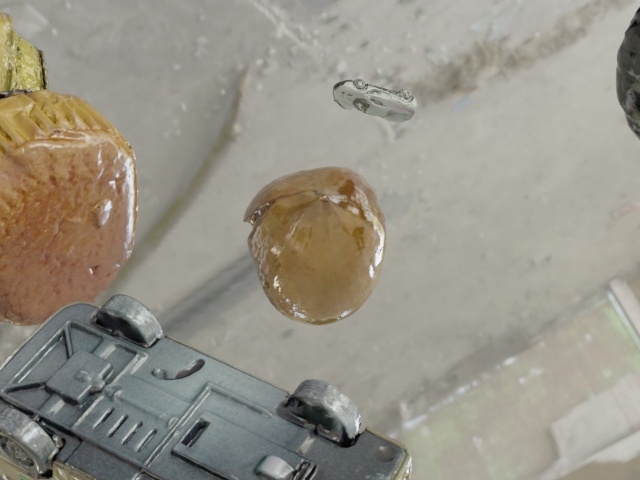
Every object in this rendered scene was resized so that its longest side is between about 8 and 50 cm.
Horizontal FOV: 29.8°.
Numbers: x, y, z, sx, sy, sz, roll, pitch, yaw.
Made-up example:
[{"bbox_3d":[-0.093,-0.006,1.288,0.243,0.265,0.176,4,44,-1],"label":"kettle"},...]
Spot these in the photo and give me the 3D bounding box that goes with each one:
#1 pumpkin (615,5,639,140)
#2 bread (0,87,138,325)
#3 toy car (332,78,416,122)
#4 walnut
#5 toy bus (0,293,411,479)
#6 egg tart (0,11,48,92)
[{"bbox_3d":[0.513,-0.204,1.454,0.295,0.296,0.296,-19,151,-11],"label":"pumpkin"},{"bbox_3d":[-0.239,-0.024,1.013,0.199,0.104,0.199,-28,138,-29],"label":"bread"},{"bbox_3d":[0.057,-0.148,1.285,0.093,0.025,0.041,10,152,-13],"label":"toy car"},{"bbox_3d":[0.000,0.000,1.637,0.203,0.203,0.298,-18,161,-14],"label":"walnut"},{"bbox_3d":[-0.087,0.160,0.813,0.139,0.289,0.157,-51,150,-35],"label":"toy bus"},{"bbox_3d":[-0.371,-0.174,1.426,0.074,0.191,0.191,4,141,-26],"label":"egg tart"}]
